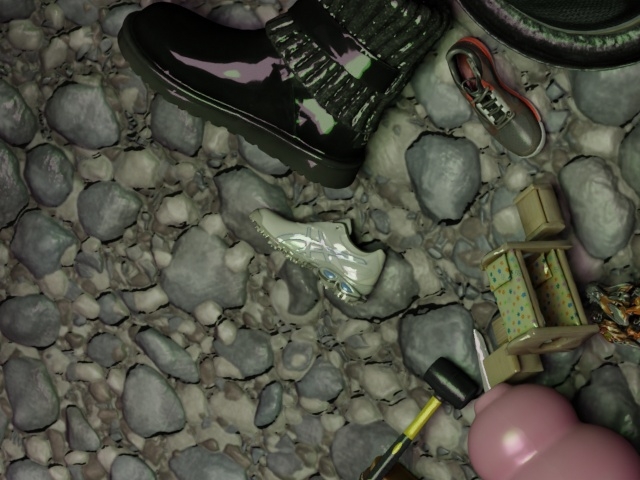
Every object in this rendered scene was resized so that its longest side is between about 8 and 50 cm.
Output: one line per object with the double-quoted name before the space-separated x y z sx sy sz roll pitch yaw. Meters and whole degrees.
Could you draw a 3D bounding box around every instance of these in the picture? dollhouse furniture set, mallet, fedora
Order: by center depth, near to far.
"fedora" 0.250 -0.326 1.856 0.334 0.152 0.334 6 103 25
"dollhouse furniture set" 0.202 0.054 1.973 0.161 0.101 0.182 -45 54 50
"mallet" 0.114 0.230 2.069 0.062 0.039 0.190 32 93 16

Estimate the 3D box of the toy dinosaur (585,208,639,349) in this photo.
"toy dinosaur" 0.435 0.024 1.869 0.322 0.164 0.218 -17 108 9

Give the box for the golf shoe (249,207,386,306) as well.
"golf shoe" 0.000 0.000 2.104 0.176 0.069 0.086 36 93 12

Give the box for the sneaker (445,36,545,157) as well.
"sneaker" 0.187 -0.154 1.970 0.061 0.065 0.158 -41 81 26

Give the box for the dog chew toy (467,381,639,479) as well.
"dog chew toy" 0.287 0.297 1.939 0.206 0.206 0.332 -44 77 26

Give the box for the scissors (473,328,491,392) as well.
"scissors" 0.214 0.254 2.064 0.109 0.021 0.297 -31 88 29

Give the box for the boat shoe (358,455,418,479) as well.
"boat shoe" 0.124 0.348 2.101 0.207 0.073 0.073 43 115 20

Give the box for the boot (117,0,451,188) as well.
"boot" -0.043 -0.248 2.021 0.348 0.131 0.260 30 119 6
